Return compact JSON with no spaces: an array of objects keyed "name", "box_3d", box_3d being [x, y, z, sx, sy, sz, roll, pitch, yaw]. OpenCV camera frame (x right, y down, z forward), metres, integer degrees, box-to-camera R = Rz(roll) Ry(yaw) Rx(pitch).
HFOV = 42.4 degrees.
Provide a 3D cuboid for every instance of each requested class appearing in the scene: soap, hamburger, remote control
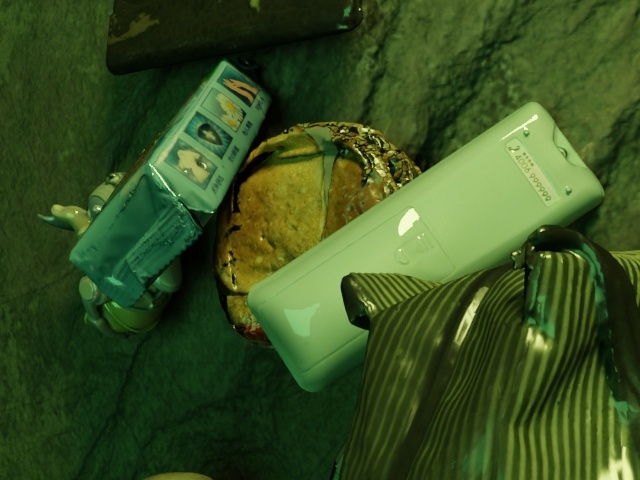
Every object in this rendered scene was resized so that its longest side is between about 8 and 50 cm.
[{"name":"soap","box_3d":[-0.134,-0.066,0.792,0.077,0.293,0.156,38,122,-14]},{"name":"hamburger","box_3d":[0.000,0.000,0.776,0.231,0.107,0.231,-1,89,39]},{"name":"remote control","box_3d":[0.084,0.003,0.663,0.293,0.051,0.103,-34,82,-3]}]

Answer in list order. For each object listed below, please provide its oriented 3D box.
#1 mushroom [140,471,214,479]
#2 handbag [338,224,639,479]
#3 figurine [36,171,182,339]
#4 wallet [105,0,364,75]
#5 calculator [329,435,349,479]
[{"name":"mushroom","box_3d":[-0.118,0.352,0.796,0.243,0.243,0.243,2,93,35]},{"name":"handbag","box_3d":[0.129,0.157,0.536,0.247,0.240,0.340,-11,62,53]},{"name":"figurine","box_3d":[-0.225,0.011,0.924,0.208,0.128,0.184,24,108,40]},{"name":"wallet","box_3d":[-0.092,-0.268,0.841,0.321,0.044,0.170,-2,71,35]},{"name":"calculator","box_3d":[0.073,0.330,0.775,0.220,0.048,0.329,28,110,29]}]
